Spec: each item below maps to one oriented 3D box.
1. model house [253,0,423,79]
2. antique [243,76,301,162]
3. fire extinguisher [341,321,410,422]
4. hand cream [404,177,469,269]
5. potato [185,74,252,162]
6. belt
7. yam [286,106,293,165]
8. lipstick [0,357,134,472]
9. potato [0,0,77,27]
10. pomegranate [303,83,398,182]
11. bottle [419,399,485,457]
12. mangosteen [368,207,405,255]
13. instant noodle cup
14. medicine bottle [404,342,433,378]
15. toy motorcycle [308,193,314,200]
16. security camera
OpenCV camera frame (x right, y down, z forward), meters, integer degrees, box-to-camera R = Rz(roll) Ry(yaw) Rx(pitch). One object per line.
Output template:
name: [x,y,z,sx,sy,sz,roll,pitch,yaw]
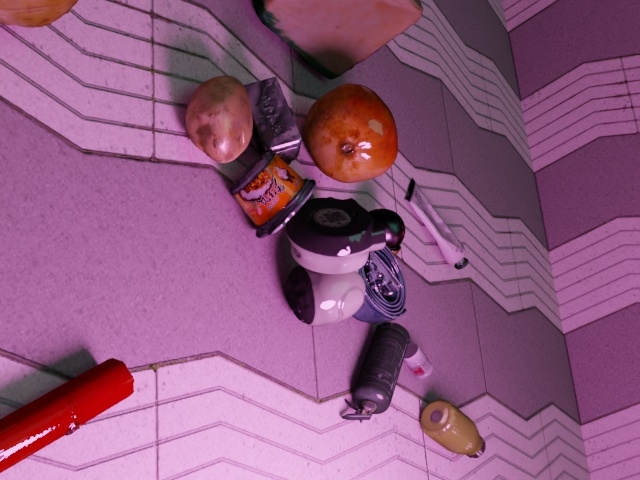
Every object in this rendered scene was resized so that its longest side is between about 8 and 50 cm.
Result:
model house: [0.017,-0.703,1.994,0.382,0.334,0.343,23,46,-45]
antique: [-0.110,-0.263,1.703,0.086,0.088,0.183,107,-38,-69]
fire extinguisher: [0.140,0.335,1.880,0.114,0.095,0.311,21,41,3]
hand cream: [0.378,-0.044,2.464,0.336,0.076,0.121,52,31,-20]
potato: [-0.213,-0.261,1.584,0.161,0.128,0.235,52,30,-57]
belt: [0.136,0.108,1.950,0.267,0.116,0.207,42,43,-37]
yam: [-0.102,-0.247,1.789,0.079,0.079,0.141,28,54,-49]
lipstick: [-0.389,0.255,1.107,0.279,0.073,0.073,-28,100,-58]
potato: [-0.506,-0.455,1.166,0.299,0.196,0.247,25,65,-17]
pomegranate: [0.086,-0.276,1.958,0.252,0.229,0.270,58,23,-10]
bottle: [0.386,0.545,2.143,0.260,0.112,0.112,42,43,-41]
mangosteen: [0.167,-0.012,2.048,0.137,0.137,0.151,-33,120,-57]
instant noodle cup: [-0.113,-0.109,1.632,0.125,0.177,0.208,47,7,-15]
medicine bottle: [0.269,0.336,2.107,0.091,0.058,0.058,53,37,-29]
toy motorcycle: [0.006,-0.001,1.805,0.239,0.108,0.204,22,58,-52]
security camera: [0.016,0.063,1.671,0.191,0.197,0.277,-13,126,-24]
